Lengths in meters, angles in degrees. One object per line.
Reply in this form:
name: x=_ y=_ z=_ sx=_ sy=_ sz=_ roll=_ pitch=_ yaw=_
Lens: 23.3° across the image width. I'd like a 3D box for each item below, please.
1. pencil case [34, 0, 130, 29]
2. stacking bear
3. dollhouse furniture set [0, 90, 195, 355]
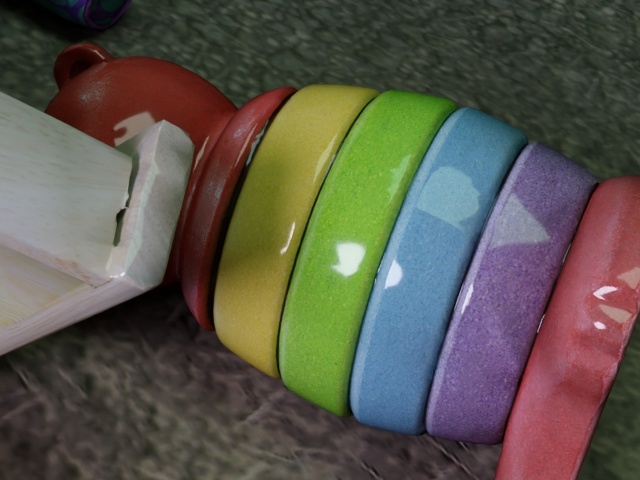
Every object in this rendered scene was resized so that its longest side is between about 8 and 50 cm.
pencil case: x=-0.177 y=-0.184 z=0.921 sx=0.151 sy=0.064 sz=0.070 roll=31 pitch=49 yaw=12
stacking bear: x=0.000 y=0.000 z=0.711 sx=0.289 sy=0.175 sz=0.164 roll=20 pitch=38 yaw=11
dollhouse furniture set: x=-0.171 y=-0.182 z=0.639 sx=0.256 sy=0.362 sz=0.394 roll=27 pitch=59 yaw=-30
